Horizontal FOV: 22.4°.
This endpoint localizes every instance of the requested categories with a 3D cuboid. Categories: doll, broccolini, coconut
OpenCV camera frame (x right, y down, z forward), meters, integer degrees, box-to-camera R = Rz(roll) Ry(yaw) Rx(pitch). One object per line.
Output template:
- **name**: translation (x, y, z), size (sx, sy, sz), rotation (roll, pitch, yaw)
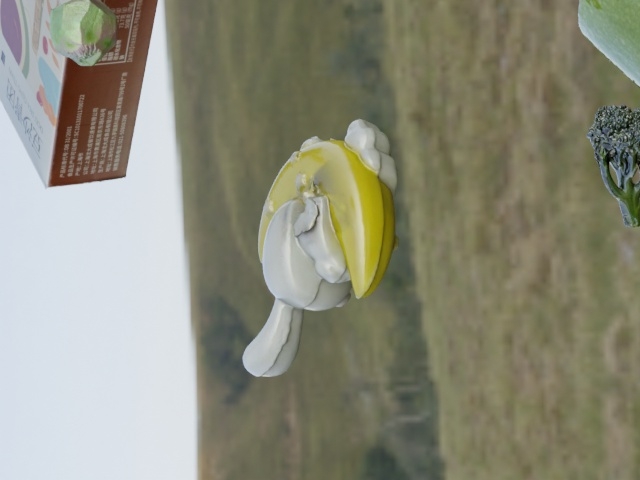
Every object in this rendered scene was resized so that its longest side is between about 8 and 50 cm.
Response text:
- **doll**: translation (0.000, 0.000, 1.719), size (0.237, 0.111, 0.252), rotation (-28, 54, 45)
- **broccolini**: translation (0.394, -0.101, 2.110), size (0.203, 0.091, 0.068), rotation (77, -178, -51)
- **coconut**: translation (-0.273, -0.242, 1.865), size (0.082, 0.083, 0.081), rotation (-51, -45, -79)

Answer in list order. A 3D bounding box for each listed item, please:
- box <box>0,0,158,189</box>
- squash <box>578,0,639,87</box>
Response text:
- **box**: translation (-0.349, -0.327, 2.158), size (0.344, 0.122, 0.385), rotation (57, 145, 37)
- **squash**: translation (0.484, -0.200, 1.695), size (0.384, 0.263, 0.263), rotation (50, 161, 34)
